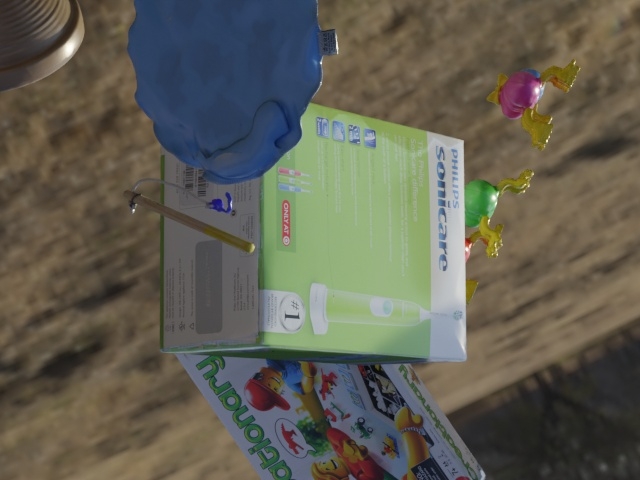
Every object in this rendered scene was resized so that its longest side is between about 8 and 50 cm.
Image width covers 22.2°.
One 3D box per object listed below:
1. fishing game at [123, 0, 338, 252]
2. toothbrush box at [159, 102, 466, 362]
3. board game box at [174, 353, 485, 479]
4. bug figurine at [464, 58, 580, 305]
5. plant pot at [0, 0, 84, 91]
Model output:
[{"bbox_3d":[-0.059,-0.130,1.090,0.189,0.264,0.041,16,-165,42],"label":"fishing game"},{"bbox_3d":[0.000,0.000,1.411,0.122,0.206,0.283,-7,171,41],"label":"toothbrush box"},{"bbox_3d":[0.003,0.168,1.662,0.193,0.305,0.053,-33,-176,21],"label":"board game box"},{"bbox_3d":[0.178,-0.080,1.646,0.216,0.072,0.279,99,15,-80],"label":"bug figurine"},{"bbox_3d":[-0.439,-0.306,2.163,0.237,0.237,0.109,-23,135,-17],"label":"plant pot"}]
